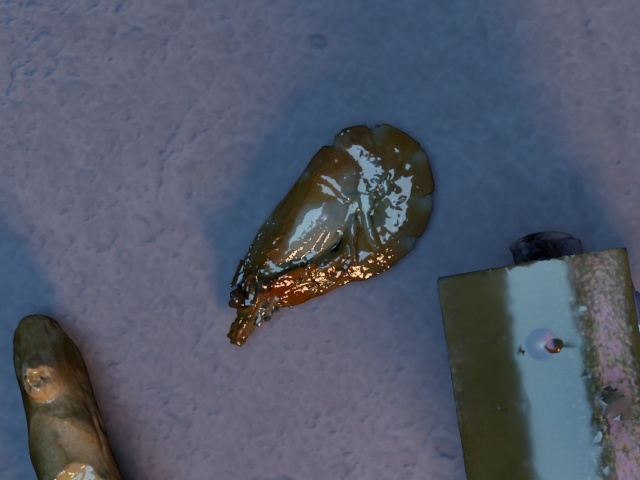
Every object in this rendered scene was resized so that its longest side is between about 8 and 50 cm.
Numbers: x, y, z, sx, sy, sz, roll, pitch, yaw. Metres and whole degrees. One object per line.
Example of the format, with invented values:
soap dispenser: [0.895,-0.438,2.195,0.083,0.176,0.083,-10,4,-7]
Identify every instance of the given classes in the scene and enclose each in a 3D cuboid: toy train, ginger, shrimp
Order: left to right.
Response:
ginger: [-0.145,0.184,1.152,0.086,0.131,0.295,-23,75,18]
shrimp: [0.000,0.000,1.161,0.184,0.043,0.091,-42,86,5]
toy train: [0.155,0.141,1.053,0.131,0.202,0.300,-9,87,8]
